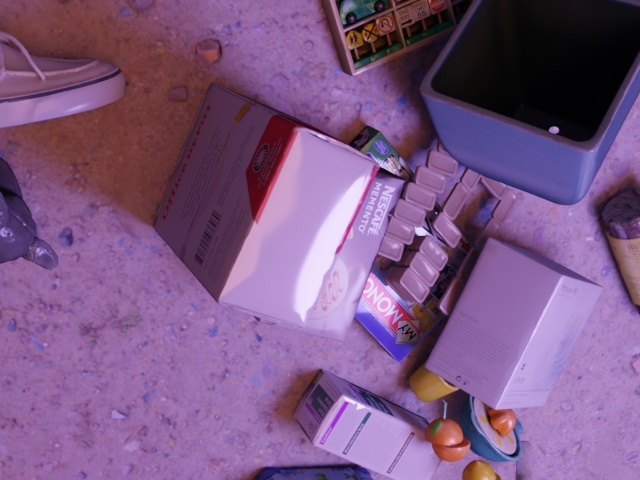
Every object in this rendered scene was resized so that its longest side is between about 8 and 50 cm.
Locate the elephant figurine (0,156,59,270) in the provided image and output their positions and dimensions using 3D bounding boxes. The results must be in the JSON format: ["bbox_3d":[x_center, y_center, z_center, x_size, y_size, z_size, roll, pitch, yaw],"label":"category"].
[{"bbox_3d":[-0.484,-0.013,1.138,0.239,0.186,0.169,-29,160,0],"label":"elephant figurine"}]

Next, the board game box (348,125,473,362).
[{"bbox_3d":[0.097,0.012,1.435,0.213,0.046,0.317,-45,118,-4],"label":"board game box"}]

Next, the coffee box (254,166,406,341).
[{"bbox_3d":[0.000,0.000,1.308,0.141,0.098,0.247,16,101,-26],"label":"coffee box"}]

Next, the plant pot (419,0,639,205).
[{"bbox_3d":[0.311,-0.189,1.325,0.248,0.247,0.252,-58,156,-19],"label":"plant pot"}]

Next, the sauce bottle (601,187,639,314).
[{"bbox_3d":[0.587,0.073,1.627,0.111,0.111,0.344,-32,117,-10],"label":"sauce bottle"}]

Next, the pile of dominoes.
[{"bbox_3d":[0.180,-0.028,1.420,0.196,0.040,0.251,44,68,-29],"label":"pile of dominoes"}]

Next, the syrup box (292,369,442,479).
[{"bbox_3d":[0.082,0.304,1.499,0.236,0.093,0.096,31,94,-28],"label":"syrup box"}]

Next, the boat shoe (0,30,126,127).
[{"bbox_3d":[-0.420,-0.213,1.102,0.366,0.136,0.157,-8,107,-10],"label":"boat shoe"}]

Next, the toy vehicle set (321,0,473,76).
[{"bbox_3d":[0.130,-0.361,1.328,0.266,0.035,0.166,-26,116,-13],"label":"toy vehicle set"}]

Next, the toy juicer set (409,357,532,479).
[{"bbox_3d":[0.287,0.333,1.531,0.089,0.209,0.329,-39,122,24],"label":"toy juicer set"}]

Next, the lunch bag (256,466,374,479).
[{"bbox_3d":[-0.013,0.459,1.513,0.218,0.090,0.176,2,106,-24],"label":"lunch bag"}]

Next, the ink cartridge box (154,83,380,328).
[{"bbox_3d":[-0.082,-0.055,1.188,0.131,0.306,0.226,20,99,-27],"label":"ink cartridge box"}]

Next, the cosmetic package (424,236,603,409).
[{"bbox_3d":[0.308,0.133,1.464,0.224,0.138,0.225,13,103,-58],"label":"cosmetic package"}]
